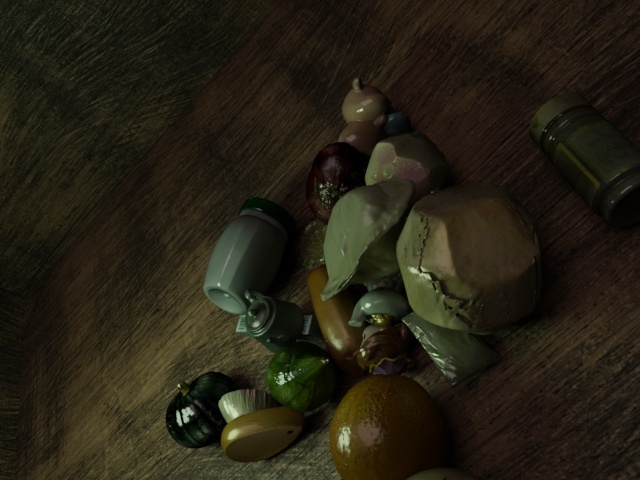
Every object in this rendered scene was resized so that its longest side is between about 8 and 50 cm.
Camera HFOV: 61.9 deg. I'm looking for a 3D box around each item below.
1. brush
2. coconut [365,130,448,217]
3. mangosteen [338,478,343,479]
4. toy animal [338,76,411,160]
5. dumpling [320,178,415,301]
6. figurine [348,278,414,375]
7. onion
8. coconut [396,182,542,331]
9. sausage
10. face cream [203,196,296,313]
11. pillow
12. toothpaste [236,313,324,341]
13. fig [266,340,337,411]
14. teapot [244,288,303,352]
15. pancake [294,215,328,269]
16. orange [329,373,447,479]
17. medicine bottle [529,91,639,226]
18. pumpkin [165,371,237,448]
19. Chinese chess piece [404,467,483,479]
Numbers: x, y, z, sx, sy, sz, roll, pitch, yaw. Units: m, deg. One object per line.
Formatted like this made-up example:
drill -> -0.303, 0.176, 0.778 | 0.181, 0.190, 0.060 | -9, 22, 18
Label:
brush -> -0.164, 0.516, 1.549 | 0.266, 0.174, 0.166 | -25, 41, 14
coconut -> 0.248, -0.195, 1.515 | 0.227, 0.226, 0.231 | 55, 137, 46
mangosteen -> 0.033, 0.663, 1.230 | 0.228, 0.228, 0.265 | -11, 27, 39
toy animal -> 0.154, -0.378, 1.759 | 0.221, 0.210, 0.229 | -46, 69, 11
dumpling -> 0.096, 0.017, 1.385 | 0.395, 0.233, 0.315 | -51, 0, 36
figurine -> 0.168, 0.238, 1.405 | 0.189, 0.142, 0.264 | 1, 58, 7
onion -> 0.060, -0.179, 1.667 | 0.221, 0.281, 0.281 | 6, 69, 19
coconut -> 0.341, 0.059, 1.224 | 0.352, 0.352, 0.353 | -23, 52, 33
sausage -> 0.056, 0.226, 1.547 | 0.134, 0.116, 0.354 | -32, 50, 10
face cream -> -0.242, 0.053, 1.810 | 0.219, 0.313, 0.357 | 22, 62, 7
pillow -> 0.316, 0.237, 1.302 | 0.148, 0.050, 0.230 | -27, 44, -7
toothpaste -> -0.132, 0.278, 1.712 | 0.336, 0.081, 0.067 | -6, 62, 42
fig -> -0.042, 0.347, 1.450 | 0.235, 0.202, 0.203 | 110, 160, -52
teapot -> -0.164, 0.231, 1.597 | 0.162, 0.149, 0.239 | -46, 42, 13
pancake -> 0.000, 0.000, 1.796 | 0.235, 0.029, 0.212 | 28, 87, 48
orange -> 0.151, 0.440, 1.201 | 0.274, 0.274, 0.275 | -23, 52, 33
medicine bottle -> 0.625, -0.188, 1.218 | 0.151, 0.151, 0.323 | -38, 45, 21
pumpkin -> -0.384, 0.531, 1.710 | 0.249, 0.216, 0.250 | -32, 14, 9
Chinese chess piece -> 0.245, 0.580, 1.039 | 0.273, 0.273, 0.102 | -52, 4, 7
